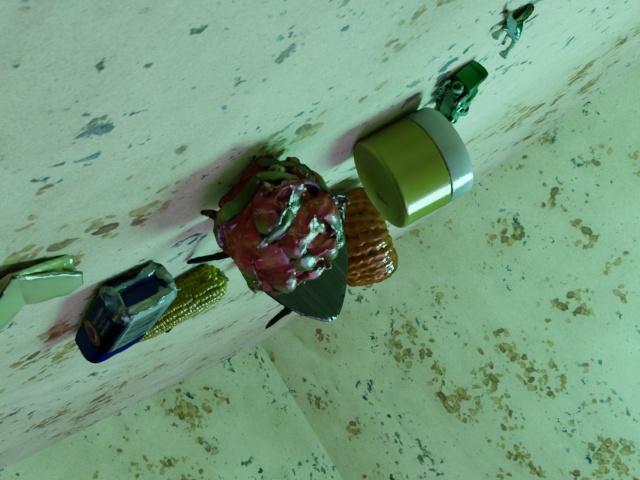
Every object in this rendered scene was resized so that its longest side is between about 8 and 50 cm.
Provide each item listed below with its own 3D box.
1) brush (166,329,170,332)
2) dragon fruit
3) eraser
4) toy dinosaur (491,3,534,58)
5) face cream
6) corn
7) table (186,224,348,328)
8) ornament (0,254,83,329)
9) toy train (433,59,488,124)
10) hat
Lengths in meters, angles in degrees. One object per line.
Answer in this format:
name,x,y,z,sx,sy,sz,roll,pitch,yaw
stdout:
brush,-0.446,0.251,2.391,0.063,0.016,0.193,-27,169,-30
dragon fruit,-0.074,-0.032,1.492,0.231,0.237,0.303,-38,156,-35
eraser,-0.429,0.163,1.737,0.155,0.101,0.332,-28,171,-36
toy dinosaur,0.389,-0.429,1.566,0.106,0.044,0.187,-44,161,-14
face cream,0.203,-0.161,1.761,0.179,0.218,0.218,-29,170,-13
corn,-0.367,0.167,1.948,0.313,0.102,0.102,-33,171,-3
table,-0.110,0.035,1.825,0.317,0.317,0.249,-25,-179,-40
ornament,-0.485,0.082,1.281,0.201,0.059,0.180,-31,170,-24
toy train,0.306,-0.321,1.749,0.104,0.071,0.178,-42,171,-7
hat,0.000,0.000,2.112,0.400,0.285,0.285,-6,173,7
